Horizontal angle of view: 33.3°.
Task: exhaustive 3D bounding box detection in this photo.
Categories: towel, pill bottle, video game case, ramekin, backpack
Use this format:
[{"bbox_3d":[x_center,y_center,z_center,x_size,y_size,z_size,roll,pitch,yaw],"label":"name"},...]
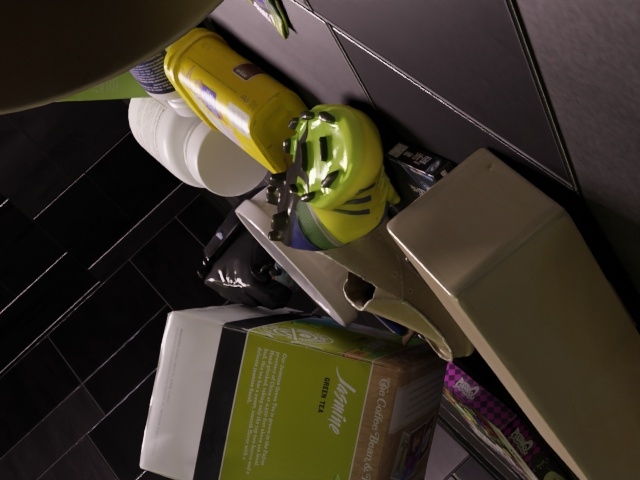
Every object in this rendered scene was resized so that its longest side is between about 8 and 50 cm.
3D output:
[{"bbox_3d":[-0.058,-0.203,0.875,0.083,0.009,0.060,45,173,21],"label":"towel"},{"bbox_3d":[-0.157,-0.142,1.405,0.131,0.131,0.229,51,173,-35],"label":"pill bottle"},{"bbox_3d":[0.277,0.293,1.689,0.210,0.042,0.232,52,173,-32],"label":"video game case"},{"bbox_3d":[-0.180,-0.220,1.225,0.094,0.094,0.169,41,172,43],"label":"pill bottle"},{"bbox_3d":[0.000,0.000,1.359,0.207,0.109,0.207,46,175,5],"label":"ramekin"},{"bbox_3d":[-0.071,0.007,1.553,0.152,0.182,0.115,9,152,37],"label":"backpack"}]

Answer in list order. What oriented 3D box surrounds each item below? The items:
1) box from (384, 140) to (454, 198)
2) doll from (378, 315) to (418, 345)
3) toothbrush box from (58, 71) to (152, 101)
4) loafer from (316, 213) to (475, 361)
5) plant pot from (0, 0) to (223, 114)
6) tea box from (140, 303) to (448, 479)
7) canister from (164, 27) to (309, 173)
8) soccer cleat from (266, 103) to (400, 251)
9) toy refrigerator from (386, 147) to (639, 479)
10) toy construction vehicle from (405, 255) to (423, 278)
[{"bbox_3d":[0.092,-0.042,0.844,0.067,0.018,0.083,50,173,-28],"label":"box"},{"bbox_3d":[0.066,0.064,1.487,0.189,0.046,0.129,40,-152,12],"label":"doll"},{"bbox_3d":[-0.357,-0.249,1.343,0.206,0.283,0.122,-143,53,-59],"label":"toothbrush box"},{"bbox_3d":[0.078,0.052,1.222,0.268,0.092,0.102,49,174,-24],"label":"loafer"},{"bbox_3d":[-0.192,-0.248,0.552,0.274,0.257,0.256,62,179,16],"label":"plant pot"},{"bbox_3d":[-0.020,0.226,1.482,0.324,0.219,0.329,13,-177,17],"label":"tea box"},{"bbox_3d":[-0.077,-0.141,1.132,0.170,0.073,0.126,40,171,41],"label":"canister"},{"bbox_3d":[0.025,-0.057,0.996,0.289,0.121,0.093,130,138,-72],"label":"soccer cleat"},{"bbox_3d":[0.164,0.068,0.735,0.269,0.094,0.102,51,179,-35],"label":"toy refrigerator"},{"bbox_3d":[0.124,0.022,1.015,0.098,0.035,0.086,45,164,-10],"label":"toy construction vehicle"}]
